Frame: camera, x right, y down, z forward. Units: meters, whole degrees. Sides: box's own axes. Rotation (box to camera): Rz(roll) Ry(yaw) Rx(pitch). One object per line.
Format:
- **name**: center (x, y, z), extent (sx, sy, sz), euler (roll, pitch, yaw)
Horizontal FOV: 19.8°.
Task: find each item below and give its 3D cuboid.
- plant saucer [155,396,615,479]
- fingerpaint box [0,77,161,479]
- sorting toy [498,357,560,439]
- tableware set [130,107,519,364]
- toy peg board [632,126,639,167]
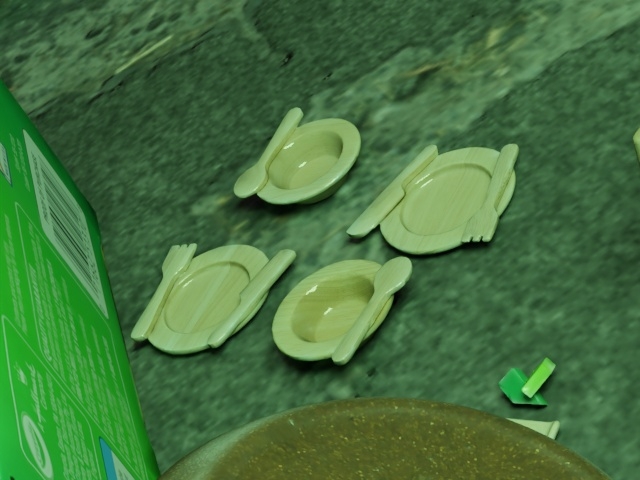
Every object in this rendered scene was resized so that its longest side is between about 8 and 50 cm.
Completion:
- **plant saucer**: center (0.031, 0.104, 0.547), extent (0.198, 0.036, 0.198), euler (6, 33, -4)
- **fingerpaint box**: center (-0.254, 0.137, 0.705), extent (0.371, 0.163, 0.445), euler (-29, 35, 5)
- **sorting toy**: center (0.057, 0.075, 0.673), extent (0.062, 0.012, 0.083), euler (-1, 46, 37)
- **tableware set**: center (0.000, 0.000, 0.801), extent (0.168, 0.020, 0.141), euler (8, 51, 44)
- **toy peg board**: center (0.222, -0.042, 0.652), extent (0.161, 0.079, 0.160), euler (0, 30, 37)
